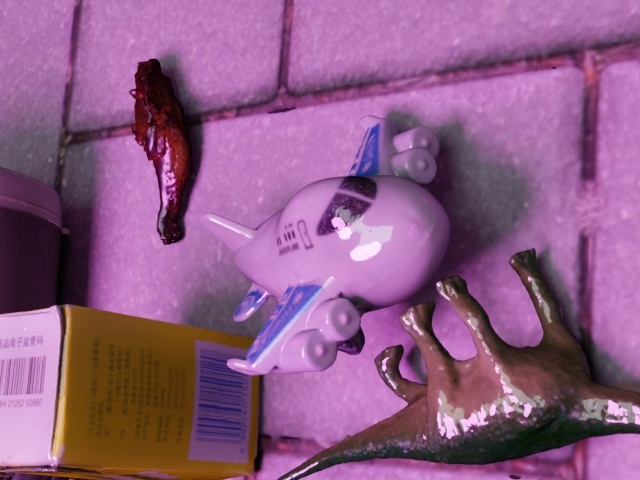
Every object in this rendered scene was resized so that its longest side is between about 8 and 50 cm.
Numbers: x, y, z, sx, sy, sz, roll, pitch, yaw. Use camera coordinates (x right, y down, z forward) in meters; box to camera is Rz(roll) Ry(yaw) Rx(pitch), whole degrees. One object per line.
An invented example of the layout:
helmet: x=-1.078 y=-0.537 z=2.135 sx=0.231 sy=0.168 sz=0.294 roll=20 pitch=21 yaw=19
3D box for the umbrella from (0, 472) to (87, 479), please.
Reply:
umbrella: x=-0.247 y=0.315 z=1.056 sx=0.154 sy=0.128 sz=0.337 roll=-8 pitch=66 yaw=-2

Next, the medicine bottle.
medicine bottle: x=-0.180 y=0.145 z=0.969 sx=0.137 sy=0.250 sz=0.141 roll=-7 pitch=73 yaw=38

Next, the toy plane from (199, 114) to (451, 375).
toy plane: x=0.004 y=0.003 z=0.919 sx=0.267 sy=0.122 sz=0.267 roll=-37 pitch=29 yaw=25

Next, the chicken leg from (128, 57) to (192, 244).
chicken leg: x=-0.169 y=-0.101 z=1.143 sx=0.093 sy=0.053 sz=0.205 roll=-49 pitch=44 yaw=47

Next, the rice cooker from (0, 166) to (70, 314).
rice cooker: x=-0.420 y=0.041 z=1.158 sx=0.288 sy=0.288 sz=0.277 roll=-7 pitch=77 yaw=37

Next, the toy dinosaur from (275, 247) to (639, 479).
toy dinosaur: x=0.167 y=0.164 z=0.809 sx=0.447 sy=0.087 sz=0.301 roll=-43 pitch=64 yaw=25
